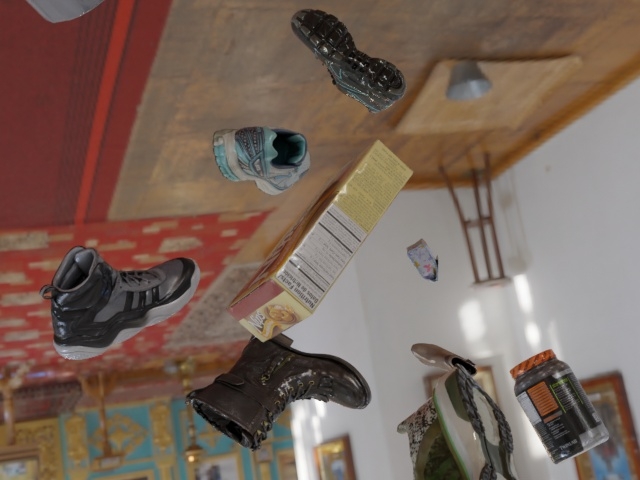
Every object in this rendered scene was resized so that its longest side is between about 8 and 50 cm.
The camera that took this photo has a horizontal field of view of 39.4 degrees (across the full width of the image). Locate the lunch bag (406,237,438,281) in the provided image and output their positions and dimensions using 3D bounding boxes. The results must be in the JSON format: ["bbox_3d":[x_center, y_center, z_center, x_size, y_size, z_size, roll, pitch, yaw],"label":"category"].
[{"bbox_3d":[0.216,0.043,1.835,0.053,0.083,0.071,-31,-176,9],"label":"lunch bag"}]

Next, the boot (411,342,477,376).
[{"bbox_3d":[0.229,0.217,1.630,0.118,0.042,0.087,21,173,-6],"label":"boot"}]

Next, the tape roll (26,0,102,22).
[{"bbox_3d":[-0.400,-0.464,1.472,0.219,0.219,0.072,-15,141,25],"label":"tape roll"}]

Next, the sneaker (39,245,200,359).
[{"bbox_3d":[-0.312,0.066,1.414,0.268,0.153,0.101,-32,-140,-29],"label":"sneaker"}]

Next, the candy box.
[{"bbox_3d":[0.000,0.000,1.401,0.316,0.087,0.183,-54,-171,-31],"label":"candy box"}]

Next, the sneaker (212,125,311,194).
[{"bbox_3d":[-0.067,-0.142,1.562,0.122,0.110,0.283,-9,179,24],"label":"sneaker"}]

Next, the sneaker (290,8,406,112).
[{"bbox_3d":[0.041,-0.349,1.781,0.267,0.101,0.106,39,147,-6],"label":"sneaker"}]

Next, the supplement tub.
[{"bbox_3d":[0.436,0.305,1.652,0.117,0.190,0.117,-23,161,-9],"label":"supplement tub"}]

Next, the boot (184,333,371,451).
[{"bbox_3d":[-0.067,0.269,1.486,0.263,0.091,0.229,24,-143,11],"label":"boot"}]

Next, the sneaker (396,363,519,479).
[{"bbox_3d":[0.195,0.383,1.290,0.182,0.410,0.158,-38,120,26],"label":"sneaker"}]
